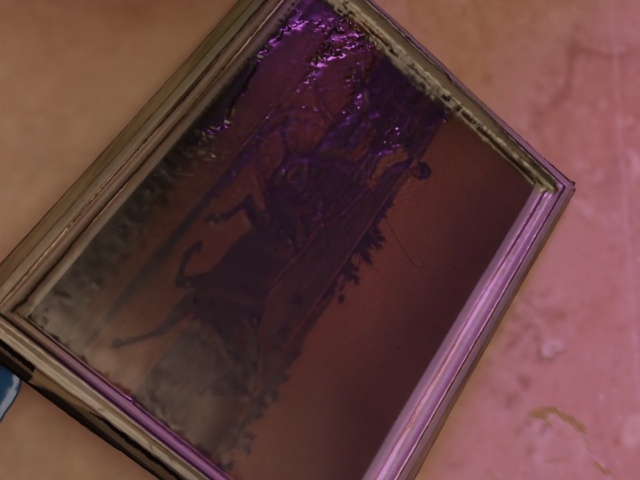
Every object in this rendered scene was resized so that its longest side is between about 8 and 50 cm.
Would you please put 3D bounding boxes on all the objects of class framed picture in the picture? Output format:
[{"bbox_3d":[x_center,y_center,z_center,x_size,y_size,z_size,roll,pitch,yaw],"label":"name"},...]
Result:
[{"bbox_3d":[0.000,0.000,0.434,0.197,0.014,0.252,41,62,-11],"label":"framed picture"}]

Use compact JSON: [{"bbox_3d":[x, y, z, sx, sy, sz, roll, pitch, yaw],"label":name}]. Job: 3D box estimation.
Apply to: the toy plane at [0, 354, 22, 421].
[{"bbox_3d":[-0.157,0.180,0.333,0.254,0.105,0.271,-1,79,-34],"label":"toy plane"}]
